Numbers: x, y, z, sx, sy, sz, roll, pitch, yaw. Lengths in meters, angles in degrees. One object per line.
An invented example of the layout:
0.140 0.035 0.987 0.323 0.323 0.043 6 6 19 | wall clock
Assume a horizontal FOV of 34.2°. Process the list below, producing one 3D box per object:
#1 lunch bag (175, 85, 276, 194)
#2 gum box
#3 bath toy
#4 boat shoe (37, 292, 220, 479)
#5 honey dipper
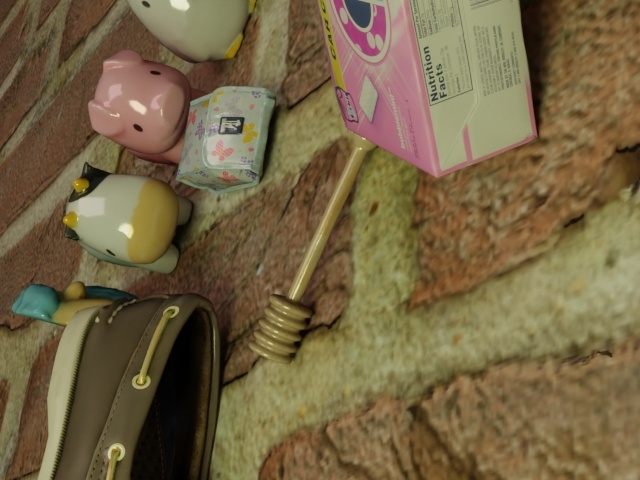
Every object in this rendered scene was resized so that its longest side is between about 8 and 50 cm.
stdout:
-0.070 -0.079 0.799 0.083 0.053 0.071 -7 68 50 | lunch bag
0.043 -0.129 0.520 0.107 0.062 0.188 38 146 60 | gum box
-0.153 -0.092 0.875 0.151 0.129 0.348 -3 70 61 | bath toy
-0.122 0.184 0.672 0.097 0.116 0.324 -15 56 25 | boat shoe
0.000 0.000 0.655 0.030 0.031 0.160 29 95 62 | honey dipper
